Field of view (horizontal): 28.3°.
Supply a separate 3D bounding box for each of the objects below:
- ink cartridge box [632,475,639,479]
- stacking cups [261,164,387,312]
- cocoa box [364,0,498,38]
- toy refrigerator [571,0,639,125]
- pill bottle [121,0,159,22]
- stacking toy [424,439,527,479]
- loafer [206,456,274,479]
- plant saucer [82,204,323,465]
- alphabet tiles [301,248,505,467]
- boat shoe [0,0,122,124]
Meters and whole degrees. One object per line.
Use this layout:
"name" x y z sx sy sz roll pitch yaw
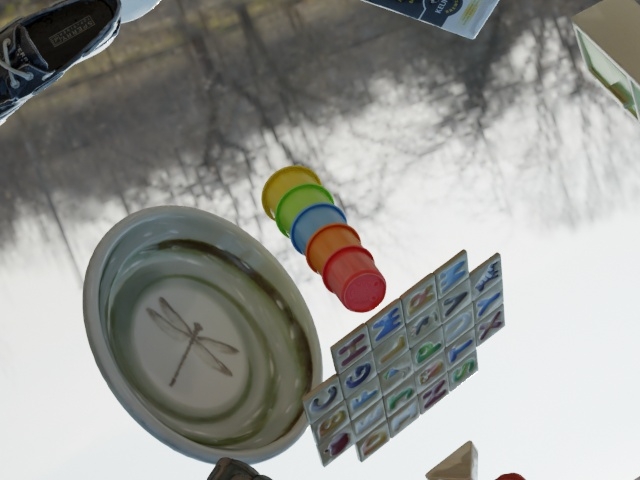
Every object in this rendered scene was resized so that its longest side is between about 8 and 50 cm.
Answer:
"ink cartridge box" 0.527 0.477 1.943 0.189 0.066 0.232 -18 -134 -40
"stacking cups" 0.000 0.000 1.725 0.096 0.096 0.316 -21 -150 -6
"cocoa box" 0.195 -0.515 1.845 0.347 0.227 0.231 121 -21 -45
"toy refrigerator" 0.439 -0.221 1.706 0.094 0.102 0.269 -28 -141 0
"pill bottle" -0.352 -0.475 1.865 0.176 0.318 0.176 -30 158 -13
"stacking toy" 0.170 0.439 1.725 0.309 0.130 0.279 -32 -159 2
"loafer" -0.160 0.375 1.510 0.084 0.096 0.267 30 -115 26
"plant saucer" -0.179 0.145 1.818 0.100 0.400 0.400 -38 175 40
"alphabet tiles" 0.122 0.163 1.729 0.342 0.285 0.011 -35 -126 -18
"boat shoe" -0.384 -0.232 1.638 0.301 0.108 0.102 -33 -174 -17
